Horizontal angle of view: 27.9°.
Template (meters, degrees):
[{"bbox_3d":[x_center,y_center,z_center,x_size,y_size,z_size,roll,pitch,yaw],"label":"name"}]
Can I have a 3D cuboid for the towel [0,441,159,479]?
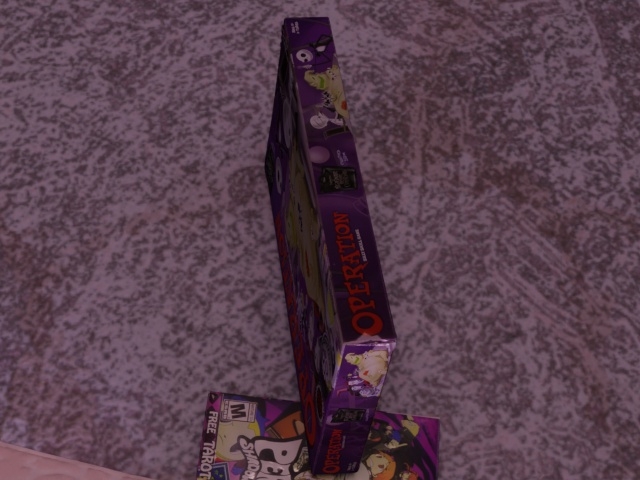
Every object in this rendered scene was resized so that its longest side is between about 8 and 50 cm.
[{"bbox_3d":[-0.168,0.284,0.925,0.317,0.053,0.332,13,28,5],"label":"towel"}]

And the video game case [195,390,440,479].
[{"bbox_3d":[-0.008,0.251,1.098,0.210,0.042,0.232,7,61,-2],"label":"video game case"}]

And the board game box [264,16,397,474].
[{"bbox_3d":[0.000,0.000,1.115,0.056,0.208,0.347,-5,53,-7],"label":"board game box"}]
